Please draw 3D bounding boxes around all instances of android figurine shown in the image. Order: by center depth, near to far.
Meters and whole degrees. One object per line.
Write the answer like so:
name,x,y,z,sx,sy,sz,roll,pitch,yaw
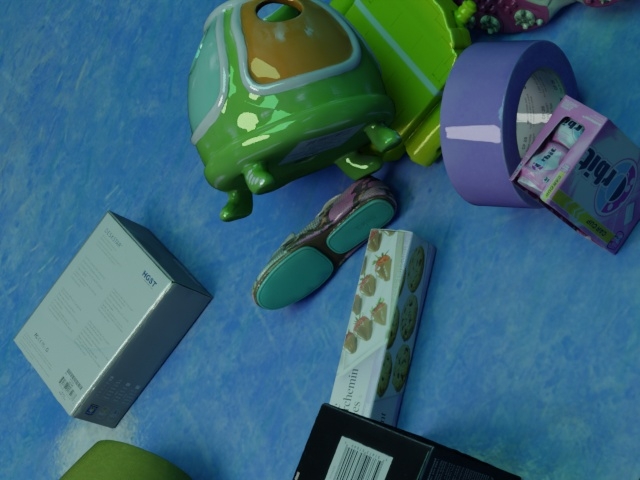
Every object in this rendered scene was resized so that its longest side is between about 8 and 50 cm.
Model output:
android figurine,0.086,-0.215,1.709,0.248,0.056,0.273,50,121,21

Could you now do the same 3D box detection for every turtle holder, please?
turtle holder,-0.042,-0.168,1.659,0.243,0.320,0.227,-22,84,6

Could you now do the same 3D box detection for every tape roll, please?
tape roll,0.216,-0.131,1.552,0.080,0.189,0.188,5,76,37

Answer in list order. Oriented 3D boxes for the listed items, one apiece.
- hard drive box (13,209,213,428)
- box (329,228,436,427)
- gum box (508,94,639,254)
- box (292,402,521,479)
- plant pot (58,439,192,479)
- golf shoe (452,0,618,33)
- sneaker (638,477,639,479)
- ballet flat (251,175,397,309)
hard drive box,-0.286,0.107,1.881,0.232,0.089,0.181,-52,52,8
box,0.064,0.147,1.633,0.063,0.067,0.323,5,75,37
gum box,0.287,-0.069,1.477,0.062,0.188,0.107,37,95,39
box,0.093,0.263,1.475,0.153,0.207,0.108,17,83,40
plant pot,-0.274,0.402,1.673,0.275,0.275,0.293,2,58,36
golf shoe,0.273,-0.336,1.662,0.306,0.115,0.140,-5,44,37
sneaker,0.400,0.241,1.282,0.321,0.125,0.180,-35,37,29
ballet flat,0.000,0.000,1.739,0.221,0.077,0.079,-41,35,10
